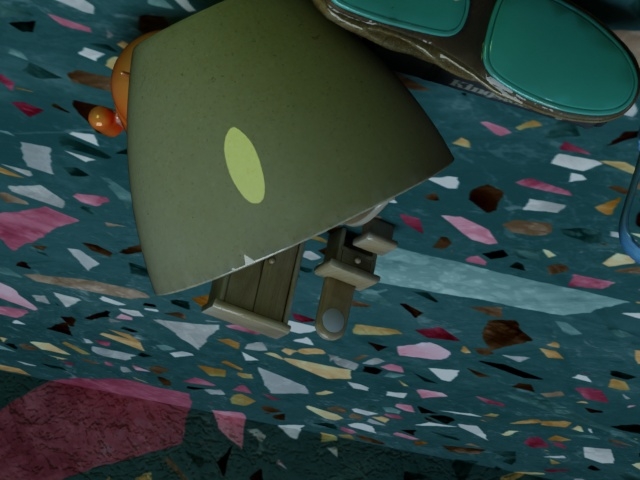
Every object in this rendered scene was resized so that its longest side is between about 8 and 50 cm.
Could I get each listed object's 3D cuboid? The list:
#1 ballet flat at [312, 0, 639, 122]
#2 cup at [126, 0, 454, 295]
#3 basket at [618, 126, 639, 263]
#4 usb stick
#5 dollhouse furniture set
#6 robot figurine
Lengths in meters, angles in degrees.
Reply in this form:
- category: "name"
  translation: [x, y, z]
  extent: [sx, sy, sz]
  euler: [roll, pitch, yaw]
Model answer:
- category: "ballet flat"
  translation: [0.142, -0.203, 1.580]
  extent: [0.342, 0.116, 0.124]
  euler: [17, 179, -10]
- category: "cup"
  translation: [-0.064, -0.119, 1.627]
  extent: [0.331, 0.237, 0.331]
  euler: [-24, -174, 3]
- category: "basket"
  translation: [0.412, -0.086, 1.450]
  extent: [0.254, 0.289, 0.201]
  euler: [16, 154, 0]
- category: "usb stick"
  translation: [0.175, -0.174, 1.695]
  extent: [0.278, 0.045, 0.077]
  euler: [16, 158, -9]
- category: "dollhouse furniture set"
  translation: [0.000, 0.000, 2.056]
  extent: [0.303, 0.174, 0.355]
  euler: [21, 158, -21]
- category: "robot figurine"
  translation: [-0.167, -0.153, 1.822]
  extent: [0.158, 0.128, 0.219]
  euler: [17, 160, 11]
